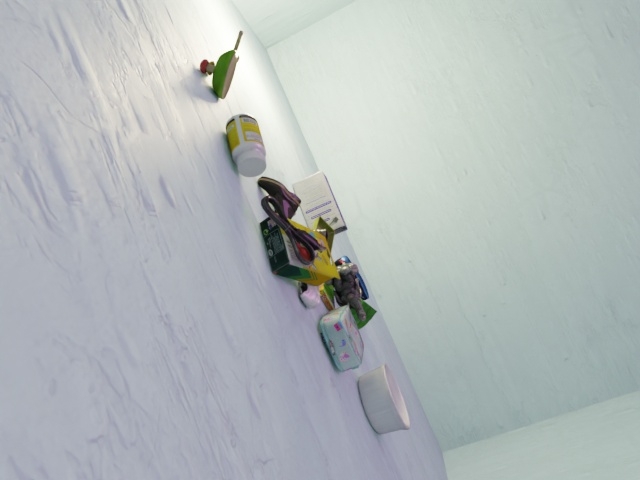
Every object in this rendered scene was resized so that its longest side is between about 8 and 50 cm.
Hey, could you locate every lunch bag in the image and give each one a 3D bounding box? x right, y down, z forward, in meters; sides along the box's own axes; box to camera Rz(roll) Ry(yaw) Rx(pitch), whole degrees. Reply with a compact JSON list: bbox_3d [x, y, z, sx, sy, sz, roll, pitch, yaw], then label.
[{"bbox_3d":[0.091,0.386,1.588,0.279,0.108,0.223,-12,80,-79],"label":"lunch bag"}]

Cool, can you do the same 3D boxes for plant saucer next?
[{"bbox_3d":[0.000,0.000,1.988,0.188,0.045,0.188,42,53,-54],"label":"plant saucer"}]

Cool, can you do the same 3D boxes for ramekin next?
[{"bbox_3d":[0.270,0.688,1.736,0.277,0.135,0.277,61,11,-21],"label":"ramekin"}]

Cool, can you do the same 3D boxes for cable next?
[{"bbox_3d":[-0.099,-0.016,1.309,0.287,0.072,0.139,39,45,-13],"label":"cable"}]

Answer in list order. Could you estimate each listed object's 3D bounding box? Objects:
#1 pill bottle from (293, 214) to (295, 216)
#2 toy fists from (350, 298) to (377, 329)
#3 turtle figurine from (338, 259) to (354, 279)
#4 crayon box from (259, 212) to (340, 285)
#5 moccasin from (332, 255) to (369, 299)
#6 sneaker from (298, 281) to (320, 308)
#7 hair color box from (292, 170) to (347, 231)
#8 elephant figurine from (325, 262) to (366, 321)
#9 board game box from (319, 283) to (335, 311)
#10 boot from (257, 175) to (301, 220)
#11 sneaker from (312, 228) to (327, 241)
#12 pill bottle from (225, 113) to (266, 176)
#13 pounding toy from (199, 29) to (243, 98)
[{"bbox_3d":[-0.153,-0.152,1.679,0.067,0.067,0.120,24,43,-75],"label":"pill bottle"},{"bbox_3d":[0.192,0.374,2.056,0.096,0.142,0.279,36,-4,26],"label":"toy fists"},{"bbox_3d":[0.120,0.194,2.018,0.175,0.118,0.234,34,-32,46],"label":"turtle figurine"},{"bbox_3d":[-0.066,0.045,1.436,0.319,0.081,0.202,24,40,-52],"label":"crayon box"},{"bbox_3d":[0.174,0.226,2.365,0.341,0.117,0.137,57,13,-26],"label":"moccasin"},{"bbox_3d":[-0.049,0.154,1.517,0.094,0.080,0.212,46,20,-30],"label":"sneaker"},{"bbox_3d":[-0.004,-0.182,2.174,0.110,0.186,0.338,40,29,-71],"label":"hair color box"},{"bbox_3d":[0.120,0.233,1.799,0.186,0.170,0.239,-30,97,-55],"label":"elephant figurine"},{"bbox_3d":[0.026,0.210,1.864,0.259,0.039,0.124,-86,151,-64],"label":"board game box"},{"bbox_3d":[-0.174,-0.148,1.570,0.198,0.077,0.136,31,62,-22],"label":"boot"},{"bbox_3d":[-0.048,0.056,1.737,0.087,0.131,0.227,52,45,-70],"label":"sneaker"},{"bbox_3d":[-0.257,-0.330,1.404,0.119,0.119,0.208,49,20,-58],"label":"pill bottle"},{"bbox_3d":[-0.381,-0.662,1.516,0.183,0.110,0.236,146,-39,-71],"label":"pounding toy"}]
